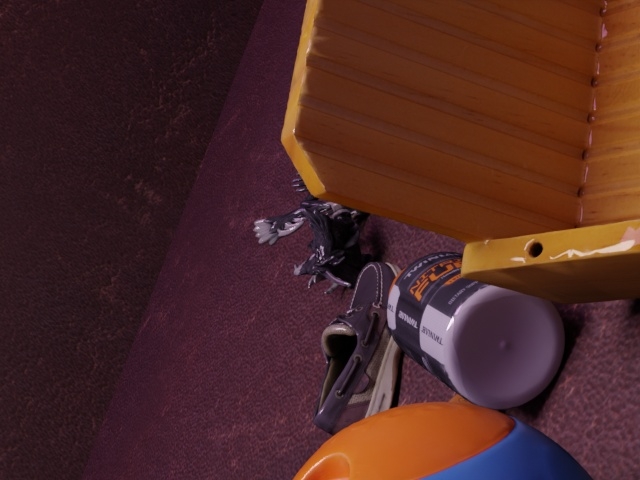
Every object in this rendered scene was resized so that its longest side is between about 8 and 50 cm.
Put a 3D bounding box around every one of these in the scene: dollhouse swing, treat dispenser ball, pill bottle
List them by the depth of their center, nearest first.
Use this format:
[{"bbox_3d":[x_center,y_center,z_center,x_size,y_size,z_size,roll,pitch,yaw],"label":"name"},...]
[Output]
[{"bbox_3d":[0.094,0.269,0.992,0.288,0.288,0.288,-54,20,30],"label":"treat dispenser ball"},{"bbox_3d":[0.192,-0.158,1.086,0.315,0.305,0.346,-10,64,50],"label":"dollhouse swing"},{"bbox_3d":[0.148,0.084,1.355,0.130,0.130,0.246,-64,18,1],"label":"pill bottle"}]

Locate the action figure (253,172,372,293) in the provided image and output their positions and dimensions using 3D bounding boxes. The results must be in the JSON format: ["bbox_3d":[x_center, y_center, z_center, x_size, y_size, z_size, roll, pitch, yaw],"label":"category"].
[{"bbox_3d":[0.000,0.000,1.867,0.141,0.164,0.275,-32,20,20],"label":"action figure"}]

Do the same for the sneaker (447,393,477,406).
[{"bbox_3d":[0.082,0.272,1.353,0.290,0.106,0.123,-44,21,22],"label":"sneaker"}]

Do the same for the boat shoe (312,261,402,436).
[{"bbox_3d":[0.047,0.131,1.642,0.103,0.092,0.285,-46,25,46],"label":"boat shoe"}]
